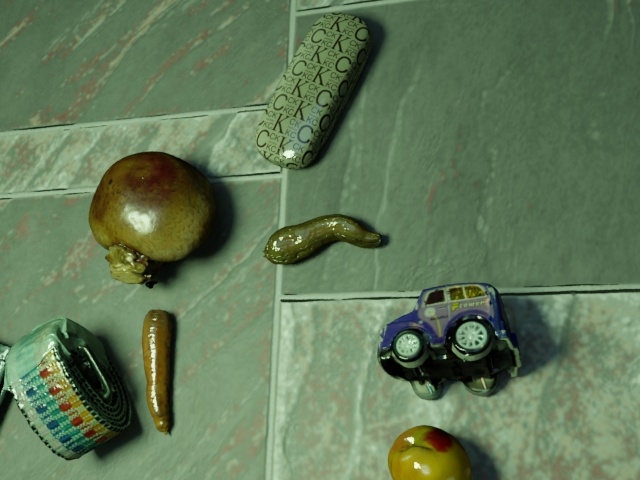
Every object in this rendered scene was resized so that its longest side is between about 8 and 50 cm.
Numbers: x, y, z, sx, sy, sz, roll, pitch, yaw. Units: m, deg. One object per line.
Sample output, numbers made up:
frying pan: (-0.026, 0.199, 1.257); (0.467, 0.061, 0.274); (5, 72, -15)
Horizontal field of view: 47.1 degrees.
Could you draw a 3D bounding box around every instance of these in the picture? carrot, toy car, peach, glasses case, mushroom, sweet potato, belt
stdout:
carrot: (-0.315, 0.251, 1.424); (0.059, 0.059, 0.247); (-9, 72, 13)
toy car: (0.216, 0.164, 1.254); (0.235, 0.172, 0.157); (-8, 54, 16)
peach: (0.182, 0.373, 1.197); (0.138, 0.138, 0.138); (-5, 71, 14)
glasses case: (-0.011, -0.310, 1.509); (0.137, 0.085, 0.354); (22, 80, 22)
mushroom: (-0.338, -0.050, 1.456); (0.264, 0.195, 0.283); (2, 73, 10)
sweet potato: (0.001, -0.006, 1.419); (0.233, 0.062, 0.081); (-11, 85, 8)
belt: (-0.470, 0.269, 1.377); (0.150, 0.207, 0.257); (-32, 83, 3)

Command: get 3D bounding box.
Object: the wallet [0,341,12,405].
wallet: (-0.763, 0.352, 1.507); (0.237, 0.075, 0.342); (14, 78, 26)
